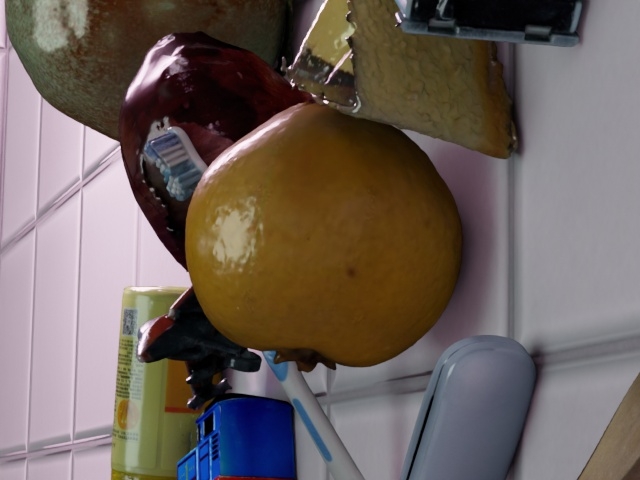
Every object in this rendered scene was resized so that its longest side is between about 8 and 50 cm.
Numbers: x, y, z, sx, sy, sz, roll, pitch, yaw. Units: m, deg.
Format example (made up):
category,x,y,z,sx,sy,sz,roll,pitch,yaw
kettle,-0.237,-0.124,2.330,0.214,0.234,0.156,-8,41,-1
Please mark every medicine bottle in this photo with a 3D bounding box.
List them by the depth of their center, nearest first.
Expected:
category,x,y,z,sx,sy,sz,roll,pitch,yaw
medicine bottle,-0.162,0.168,2.026,0.124,0.124,0.238,179,93,-72

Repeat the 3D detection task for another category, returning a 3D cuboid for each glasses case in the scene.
category,x,y,z,sx,sy,sz,roll,pitch,yaw
glasses case,0.098,0.143,1.305,0.045,0.067,0.178,-113,32,-54

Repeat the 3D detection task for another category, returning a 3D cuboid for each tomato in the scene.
category,x,y,z,sx,sy,sz,roll,pitch,yaw
tomato,-0.156,-0.229,1.885,0.239,0.303,0.303,56,141,38

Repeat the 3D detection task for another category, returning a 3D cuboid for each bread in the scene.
category,x,y,z,sx,sy,sz,roll,pitch,yaw
bread,0.070,-0.125,1.342,0.127,0.147,0.152,-64,33,23

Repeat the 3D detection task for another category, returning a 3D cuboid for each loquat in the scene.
category,x,y,z,sx,sy,sz,roll,pitch,yaw
loquat,0.000,0.000,1.412,0.208,0.208,0.208,-176,90,-72

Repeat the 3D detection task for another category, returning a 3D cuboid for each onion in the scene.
category,x,y,z,sx,sy,sz,roll,pitch,yaw
onion,-0.061,-0.076,1.645,0.252,0.219,0.252,57,-173,-11

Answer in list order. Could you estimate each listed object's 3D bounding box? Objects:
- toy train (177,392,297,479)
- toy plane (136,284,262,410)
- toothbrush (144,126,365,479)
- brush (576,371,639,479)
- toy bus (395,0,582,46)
category,x,y,z,sx,sy,sz,roll,pitch,yaw
toy train,-0.090,0.236,1.844,0.204,0.083,0.131,135,135,-61
toy plane,-0.104,0.077,1.766,0.326,0.104,0.223,-57,-19,-76
toothbrush,-0.031,0.080,1.509,0.386,0.040,0.040,60,159,-1
brush,0.162,0.191,1.140,0.070,0.065,0.327,-101,32,-54
toy bus,0.118,-0.281,1.232,0.165,0.133,0.271,-112,29,-61
